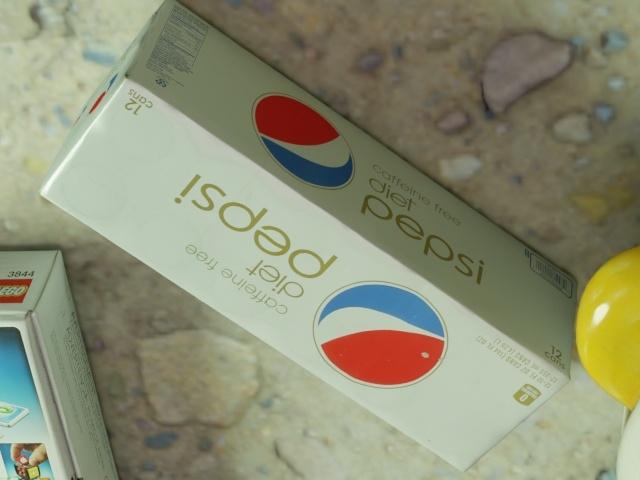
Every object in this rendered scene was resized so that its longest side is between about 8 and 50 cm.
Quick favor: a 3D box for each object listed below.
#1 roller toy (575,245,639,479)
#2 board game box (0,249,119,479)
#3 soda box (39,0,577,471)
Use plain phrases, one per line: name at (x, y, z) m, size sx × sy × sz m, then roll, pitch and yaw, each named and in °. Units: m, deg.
roller toy at (0.210, 0.064, 0.674) m, size 0.191 × 0.146 × 0.209 m, roll -10°, pitch 127°, yaw 25°
board game box at (-0.253, 0.097, 0.858) m, size 0.305 × 0.053 × 0.193 m, roll -1°, pitch 125°, yaw 11°
soda box at (0.000, 0.000, 0.732) m, size 0.216 × 0.069 × 0.074 m, roll 34°, pitch 124°, yaw -12°
